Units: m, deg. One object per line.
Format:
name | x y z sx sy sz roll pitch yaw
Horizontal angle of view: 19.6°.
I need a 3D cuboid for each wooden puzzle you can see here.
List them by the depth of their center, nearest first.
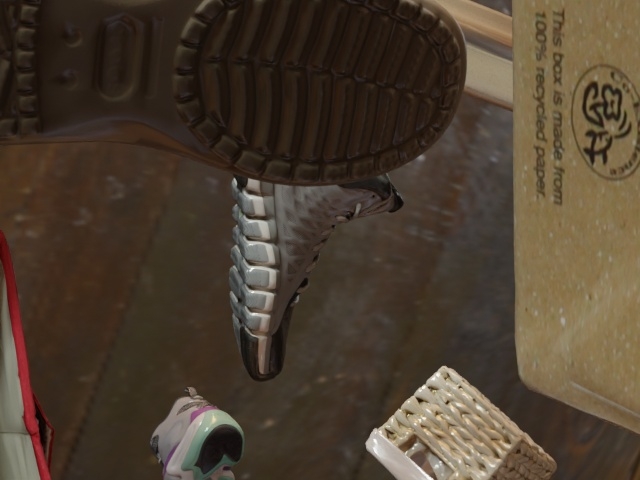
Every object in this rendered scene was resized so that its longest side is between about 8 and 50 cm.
wooden puzzle | 0.108 -0.137 1.366 0.221 0.239 0.044 18 108 -16

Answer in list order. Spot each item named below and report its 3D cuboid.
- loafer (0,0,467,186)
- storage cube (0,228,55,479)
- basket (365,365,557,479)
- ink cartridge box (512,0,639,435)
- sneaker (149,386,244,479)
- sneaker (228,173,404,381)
loafer | -0.066 -0.087 0.771 0.268 0.092 0.102 5 115 -24
storage cube | -0.235 0.103 0.817 0.215 0.193 0.183 -11 89 -22
basket | 0.130 0.193 1.640 0.103 0.167 0.113 -48 65 2
ink cartridge box | 0.132 -0.091 0.375 0.088 0.193 0.235 21 122 47
sneaker | -0.073 0.126 0.995 0.069 0.038 0.098 40 117 54
sneaker | 0.000 0.000 1.416 0.132 0.086 0.229 -4 112 -12
